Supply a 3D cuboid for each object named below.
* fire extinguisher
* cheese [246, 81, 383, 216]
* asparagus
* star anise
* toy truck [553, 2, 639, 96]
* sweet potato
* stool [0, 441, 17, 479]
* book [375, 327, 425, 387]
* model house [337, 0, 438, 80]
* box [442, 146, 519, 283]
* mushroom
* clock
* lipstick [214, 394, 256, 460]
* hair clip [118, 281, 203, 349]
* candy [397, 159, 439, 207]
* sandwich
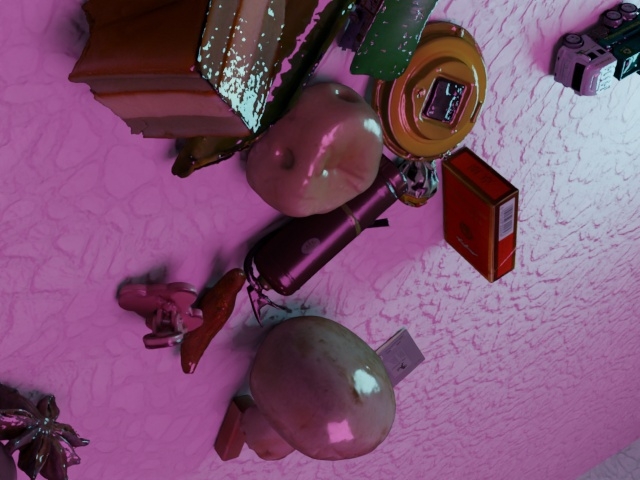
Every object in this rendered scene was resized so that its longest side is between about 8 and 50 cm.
[{"bbox_3d":[0.000,0.000,1.487,0.341,0.105,0.141,-42,115,-7],"label":"fire extinguisher"},{"bbox_3d":[-0.005,-0.128,1.347,0.218,0.117,0.235,-39,150,-9],"label":"cheese"},{"bbox_3d":[-0.071,-0.230,1.199,0.128,0.108,0.382,6,124,-49],"label":"asparagus"},{"bbox_3d":[-0.435,0.289,1.333,0.065,0.195,0.182,-36,107,13],"label":"star anise"},{"bbox_3d":[0.551,-0.351,1.663,0.216,0.116,0.110,-28,142,-20],"label":"toy truck"},{"bbox_3d":[-0.179,0.120,1.481,0.255,0.058,0.078,-56,-172,33],"label":"sweet potato"},{"bbox_3d":[-0.549,0.407,1.309,0.195,0.195,0.199,-18,139,-32],"label":"stool"},{"bbox_3d":[0.171,0.277,2.026,0.127,0.014,0.182,-41,144,-4],"label":"book"},{"bbox_3d":[0.086,-0.324,1.266,0.117,0.088,0.167,-6,132,-41],"label":"model house"},{"bbox_3d":[0.308,-0.046,1.710,0.074,0.153,0.240,-34,143,-18],"label":"box"},{"bbox_3d":[-0.019,0.301,1.630,0.297,0.297,0.290,13,123,-50],"label":"mushroom"},{"bbox_3d":[0.191,-0.234,1.436,0.237,0.057,0.237,-15,120,-27],"label":"clock"},{"bbox_3d":[-0.170,0.376,1.771,0.045,0.045,0.145,-9,133,-40],"label":"lipstick"},{"bbox_3d":[-0.244,0.112,1.404,0.123,0.102,0.138,-4,-178,8],"label":"hair clip"},{"bbox_3d":[0.189,-0.198,1.528,0.091,0.083,0.306,-56,160,-62],"label":"candy"},{"bbox_3d":[-0.166,-0.253,1.048,0.155,0.198,0.228,49,49,-54],"label":"sandwich"}]
